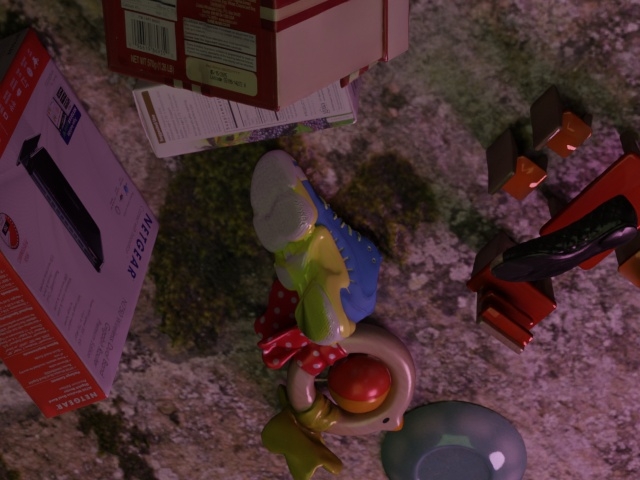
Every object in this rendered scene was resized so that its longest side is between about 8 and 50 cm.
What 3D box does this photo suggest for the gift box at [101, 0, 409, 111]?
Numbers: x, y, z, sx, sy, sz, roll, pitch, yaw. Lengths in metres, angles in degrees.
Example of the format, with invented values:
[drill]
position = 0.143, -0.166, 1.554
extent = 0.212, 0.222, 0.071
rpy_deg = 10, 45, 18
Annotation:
[gift box]
position = -0.062, -0.270, 1.544
extent = 0.255, 0.258, 0.276
rpy_deg = 22, 125, 29

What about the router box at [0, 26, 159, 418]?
[router box]
position = -0.311, -0.026, 1.721
extent = 0.082, 0.335, 0.301
rpy_deg = -20, 121, 19

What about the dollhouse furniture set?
[dollhouse furniture set]
position = 0.292, 0.000, 1.791
extent = 0.262, 0.135, 0.259
rpy_deg = 35, 120, -17

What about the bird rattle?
[bird rattle]
position = 0.016, 0.166, 1.972
extent = 0.207, 0.143, 0.254
rpy_deg = -1, 112, -7

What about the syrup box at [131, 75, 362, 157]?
[syrup box]
position = -0.081, -0.172, 1.741
extent = 0.236, 0.093, 0.096
rpy_deg = -10, 123, 13

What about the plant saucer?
[plant saucer]
position = 0.176, 0.299, 2.067
extent = 0.195, 0.037, 0.195
rpy_deg = 3, 125, 5

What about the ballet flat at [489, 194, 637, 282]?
[ballet flat]
position = 0.269, 0.002, 1.727
extent = 0.173, 0.049, 0.057
rpy_deg = -22, 142, 13

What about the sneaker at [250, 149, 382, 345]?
[sneaker]
position = 0.000, 0.000, 1.865
extent = 0.091, 0.126, 0.240
rpy_deg = -10, 98, 45
